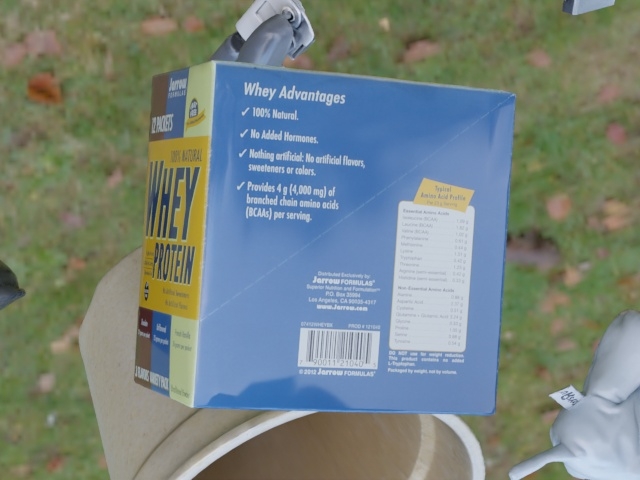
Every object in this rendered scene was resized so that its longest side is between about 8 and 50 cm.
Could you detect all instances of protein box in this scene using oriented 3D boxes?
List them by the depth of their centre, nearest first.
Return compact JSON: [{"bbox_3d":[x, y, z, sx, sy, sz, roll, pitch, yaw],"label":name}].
[{"bbox_3d":[0.000,0.000,1.042,0.200,0.201,0.136,3,180,-21],"label":"protein box"}]

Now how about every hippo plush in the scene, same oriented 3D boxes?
[{"bbox_3d":[0.412,0.231,1.972,0.234,0.237,0.294,-63,158,6],"label":"hippo plush"}]

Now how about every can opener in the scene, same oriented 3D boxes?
[{"bbox_3d":[-0.096,-0.188,1.840,0.095,0.076,0.283,-38,179,-34],"label":"can opener"}]

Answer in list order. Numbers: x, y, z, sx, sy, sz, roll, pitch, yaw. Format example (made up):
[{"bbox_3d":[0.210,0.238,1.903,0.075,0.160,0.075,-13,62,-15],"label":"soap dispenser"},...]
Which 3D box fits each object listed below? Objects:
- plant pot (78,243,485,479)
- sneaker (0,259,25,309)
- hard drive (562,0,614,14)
[{"bbox_3d":[-0.071,0.157,1.489,0.334,0.305,0.333,-16,135,-17],"label":"plant pot"},{"bbox_3d":[-0.356,0.008,1.404,0.122,0.146,0.330,-24,-166,-28],"label":"sneaker"},{"bbox_3d":[0.321,-0.335,1.928,0.094,0.022,0.135,-21,125,-47],"label":"hard drive"}]
